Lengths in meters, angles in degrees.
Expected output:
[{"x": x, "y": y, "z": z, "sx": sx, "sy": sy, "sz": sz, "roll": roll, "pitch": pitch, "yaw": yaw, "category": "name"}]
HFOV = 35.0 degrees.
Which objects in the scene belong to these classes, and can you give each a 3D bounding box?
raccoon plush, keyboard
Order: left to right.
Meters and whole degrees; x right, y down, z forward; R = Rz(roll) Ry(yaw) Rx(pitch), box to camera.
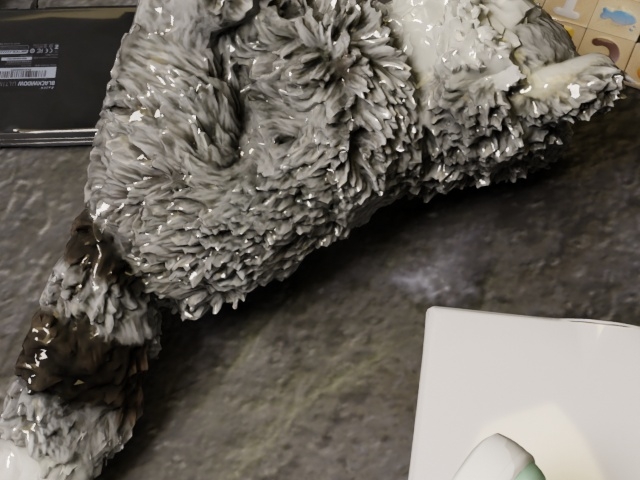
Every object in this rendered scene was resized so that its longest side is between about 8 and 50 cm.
[{"x": -0.234, "y": -0.164, "z": 0.828, "sx": 0.317, "sy": 0.033, "sz": 0.202, "roll": 0, "pitch": 68, "yaw": 4, "category": "keyboard"}, {"x": 0.000, "y": 0.000, "z": 0.679, "sx": 0.299, "sy": 0.216, "sz": 0.447, "roll": 20, "pitch": 97, "yaw": -4, "category": "raccoon plush"}]

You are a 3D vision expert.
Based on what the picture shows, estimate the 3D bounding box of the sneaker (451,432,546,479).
[{"x": 0.088, "y": 0.206, "z": 0.360, "sx": 0.151, "sy": 0.094, "sz": 0.256, "roll": 9, "pitch": 74, "yaw": 20, "category": "sneaker"}]

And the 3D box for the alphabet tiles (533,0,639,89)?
[{"x": 0.234, "y": -0.214, "z": 0.824, "sx": 0.237, "sy": 0.009, "sz": 0.198, "roll": 20, "pitch": 66, "yaw": 15, "category": "alphabet tiles"}]

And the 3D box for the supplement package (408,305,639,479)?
[{"x": 0.126, "y": 0.206, "z": 0.512, "sx": 0.177, "sy": 0.175, "sz": 0.293, "roll": 6, "pitch": 63, "yaw": 10, "category": "supplement package"}]
